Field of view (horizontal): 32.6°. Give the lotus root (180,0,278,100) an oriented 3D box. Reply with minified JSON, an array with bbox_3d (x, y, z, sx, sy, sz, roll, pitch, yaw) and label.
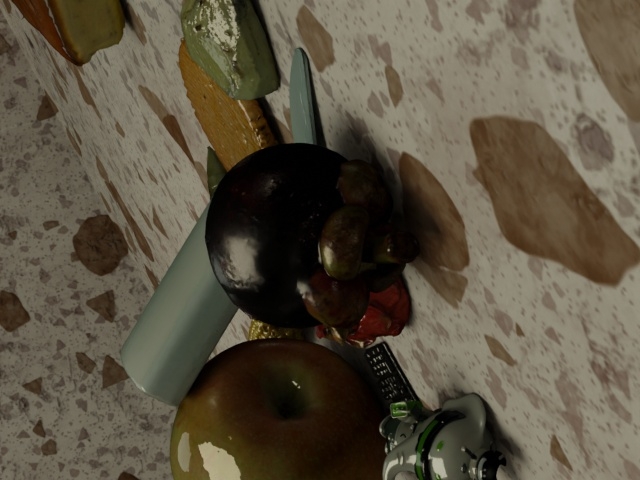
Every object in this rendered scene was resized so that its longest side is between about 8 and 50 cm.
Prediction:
[{"bbox_3d":[-0.119,-0.252,1.299,0.143,0.070,0.144,48,158,36],"label":"lotus root"}]

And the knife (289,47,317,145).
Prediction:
[{"bbox_3d":[-0.013,-0.090,1.318,0.080,0.044,0.331,-129,24,-51],"label":"knife"}]

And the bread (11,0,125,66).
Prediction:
[{"bbox_3d":[-0.460,-0.496,1.776,0.323,0.143,0.333,45,156,41],"label":"bread"}]

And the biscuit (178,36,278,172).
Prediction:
[{"bbox_3d":[-0.121,-0.167,1.497,0.254,0.035,0.254,52,161,26],"label":"biscuit"}]

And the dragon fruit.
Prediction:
[{"bbox_3d":[0.045,0.095,1.316,0.083,0.106,0.162,60,160,1],"label":"dragon fruit"}]

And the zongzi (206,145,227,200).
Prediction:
[{"bbox_3d":[-0.122,-0.071,1.632,0.154,0.062,0.130,19,123,57],"label":"zongzi"}]

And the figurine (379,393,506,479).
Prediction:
[{"bbox_3d":[0.138,0.243,1.264,0.192,0.126,0.147,4,103,56],"label":"figurine"}]

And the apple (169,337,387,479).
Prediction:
[{"bbox_3d":[-0.053,0.289,1.554,0.319,0.319,0.277,55,161,20],"label":"apple"}]

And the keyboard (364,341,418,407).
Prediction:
[{"bbox_3d":[0.125,0.241,1.454,0.231,0.023,0.072,60,161,4],"label":"keyboard"}]

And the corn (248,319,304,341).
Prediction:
[{"bbox_3d":[-0.073,0.184,1.811,0.106,0.106,0.293,53,157,26],"label":"corn"}]

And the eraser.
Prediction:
[{"bbox_3d":[-0.164,0.067,1.518,0.104,0.290,0.189,30,-175,-25],"label":"eraser"}]

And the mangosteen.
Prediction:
[{"bbox_3d":[0.000,0.000,1.172,0.250,0.211,0.211,10,131,36],"label":"mangosteen"}]
